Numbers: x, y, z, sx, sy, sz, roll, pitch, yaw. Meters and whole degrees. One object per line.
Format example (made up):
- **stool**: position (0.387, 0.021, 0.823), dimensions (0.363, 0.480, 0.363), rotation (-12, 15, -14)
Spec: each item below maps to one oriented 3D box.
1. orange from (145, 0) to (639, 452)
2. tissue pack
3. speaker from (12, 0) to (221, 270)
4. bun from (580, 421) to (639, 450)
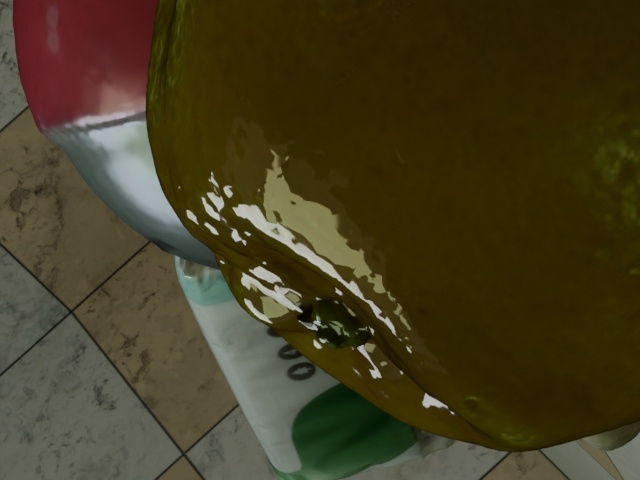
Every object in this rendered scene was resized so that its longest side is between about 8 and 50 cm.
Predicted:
- **orange**: position (0.062, -0.051, 0.645), dimensions (0.279, 0.235, 0.279), rotation (40, 176, 3)
- **tissue pack**: position (-0.002, 0.000, 1.355), dimensions (0.356, 0.194, 0.266), rotation (69, -171, -54)
- **speaker**: position (-0.027, -0.117, 0.911), dimensions (0.294, 0.294, 0.294), rotation (48, 176, 4)
- **bun**: position (0.170, 0.031, 1.173), dimensions (0.210, 0.116, 0.237), rotation (47, -168, -23)
